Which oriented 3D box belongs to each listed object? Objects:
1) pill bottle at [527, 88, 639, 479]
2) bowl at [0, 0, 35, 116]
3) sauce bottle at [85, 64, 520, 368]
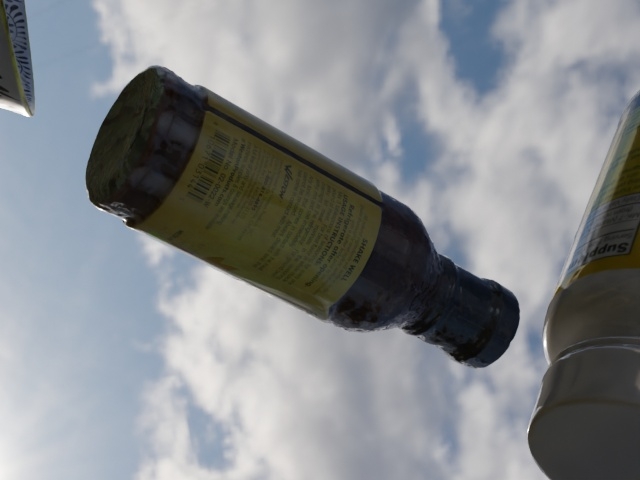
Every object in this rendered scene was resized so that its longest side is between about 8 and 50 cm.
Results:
[{"bbox_3d":[0.175,0.024,0.587,0.119,0.119,0.208,-46,-167,54],"label":"pill bottle"},{"bbox_3d":[-0.187,-0.138,0.585,0.170,0.080,0.170,172,-90,-81],"label":"bowl"},{"bbox_3d":[0.000,0.000,0.897,0.111,0.344,0.111,-42,-148,34],"label":"sauce bottle"}]
